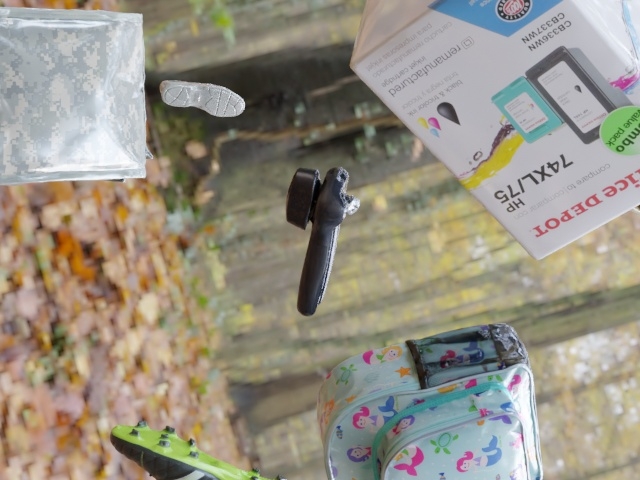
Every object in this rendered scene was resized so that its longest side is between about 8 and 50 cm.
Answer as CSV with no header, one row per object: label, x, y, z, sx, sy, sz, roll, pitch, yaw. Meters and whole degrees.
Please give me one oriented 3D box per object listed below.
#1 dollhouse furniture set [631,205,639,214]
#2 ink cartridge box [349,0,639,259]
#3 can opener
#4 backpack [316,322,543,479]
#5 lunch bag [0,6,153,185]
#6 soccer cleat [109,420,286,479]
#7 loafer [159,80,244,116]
dollhouse furniture set,0.497,-0.135,1.943,0.161,0.182,0.101,21,48,-52
ink cartridge box,0.198,-0.166,1.223,0.270,0.198,0.197,43,34,-22
can opener,0.000,0.000,1.473,0.059,0.073,0.186,-47,149,-50
backpack,0.125,0.229,1.543,0.191,0.253,0.225,-94,174,-57
lunch bag,-0.365,-0.192,1.792,0.169,0.287,0.235,4,-84,54
soccer cleat,-0.113,0.221,1.197,0.060,0.179,0.072,-50,163,-80
loafer,-0.171,-0.211,1.928,0.039,0.125,0.045,-118,-138,-54
